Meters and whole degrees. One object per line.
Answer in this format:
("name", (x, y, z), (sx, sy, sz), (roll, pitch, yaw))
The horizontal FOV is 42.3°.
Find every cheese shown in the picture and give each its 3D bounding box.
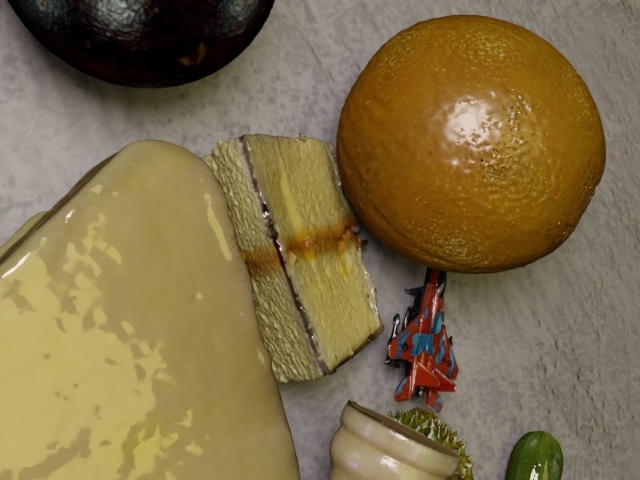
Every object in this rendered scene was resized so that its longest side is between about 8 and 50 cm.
("cheese", (-0.211, 0.126, 0.682), (0.383, 0.104, 0.384), (5, 80, -32))

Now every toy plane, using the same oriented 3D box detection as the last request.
("toy plane", (0.115, 0.090, 0.920), (0.130, 0.061, 0.189), (24, 60, -41))

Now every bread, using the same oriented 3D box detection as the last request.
("bread", (0.000, 0.000, 0.817), (0.178, 0.135, 0.240), (-21, 92, -33))

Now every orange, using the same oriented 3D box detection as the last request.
("orange", (0.152, -0.095, 0.852), (0.274, 0.274, 0.275), (6, 80, -32))

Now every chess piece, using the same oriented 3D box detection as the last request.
("chess piece", (-0.009, 0.348, 0.745), (0.117, 0.117, 0.397), (28, 85, -26))

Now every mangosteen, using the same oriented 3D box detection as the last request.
("mangosteen", (-0.160, -0.268, 0.683), (0.287, 0.288, 0.288), (6, 80, -32))

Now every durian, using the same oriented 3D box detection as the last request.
("durian", (0.081, 0.250, 0.841), (0.108, 0.119, 0.187), (30, 69, -30))

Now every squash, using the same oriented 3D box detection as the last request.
("squash", (0.234, 0.332, 0.961), (0.066, 0.066, 0.229), (29, 70, -26))
